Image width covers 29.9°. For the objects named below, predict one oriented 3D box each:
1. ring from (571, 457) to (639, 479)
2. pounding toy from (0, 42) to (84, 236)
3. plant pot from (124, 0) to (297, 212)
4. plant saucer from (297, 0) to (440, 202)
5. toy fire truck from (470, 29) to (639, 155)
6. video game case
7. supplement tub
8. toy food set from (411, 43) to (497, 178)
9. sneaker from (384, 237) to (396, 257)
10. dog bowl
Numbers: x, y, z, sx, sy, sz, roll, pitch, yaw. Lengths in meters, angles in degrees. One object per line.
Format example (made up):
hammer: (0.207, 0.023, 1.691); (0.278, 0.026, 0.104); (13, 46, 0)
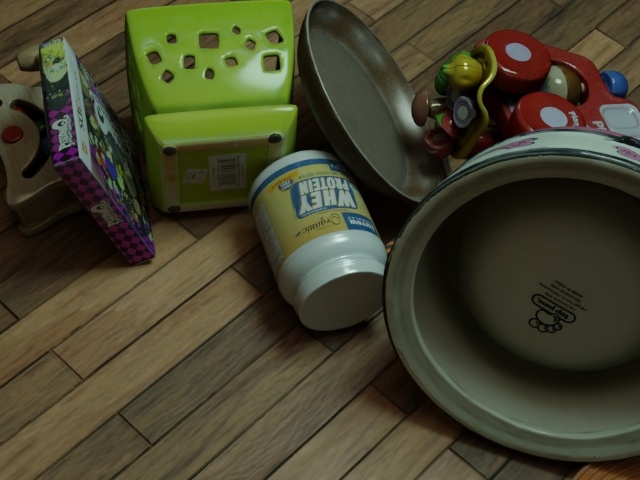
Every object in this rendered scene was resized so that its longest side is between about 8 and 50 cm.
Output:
ring: (0.421, 0.375, 1.344); (0.337, 0.032, 0.336); (3, 53, -3)
pounding toy: (-0.410, -0.154, 1.601); (0.154, 0.155, 0.269); (-14, 57, -4)
plant pot: (-0.139, -0.169, 1.603); (0.227, 0.228, 0.207); (-5, 59, -8)
plant saucer: (0.059, -0.182, 1.624); (0.050, 0.310, 0.310); (-28, 49, 24)
toy fire truck: (0.338, -0.164, 1.676); (0.254, 0.169, 0.302); (-3, 52, -20)
video game case: (-0.286, -0.112, 1.538); (0.042, 0.232, 0.210); (-20, 53, 6)
supplement tub: (0.000, 0.000, 1.527); (0.144, 0.144, 0.199); (-13, 55, -14)
toy food set: (0.171, -0.180, 1.637); (0.071, 0.218, 0.128); (5, 59, -14)
sneaker: (0.239, 0.000, 1.523); (0.321, 0.180, 0.124); (3, 52, -2)
dog bowl: (0.285, 0.050, 1.373); (0.408, 0.408, 0.150); (17, 34, 8)
